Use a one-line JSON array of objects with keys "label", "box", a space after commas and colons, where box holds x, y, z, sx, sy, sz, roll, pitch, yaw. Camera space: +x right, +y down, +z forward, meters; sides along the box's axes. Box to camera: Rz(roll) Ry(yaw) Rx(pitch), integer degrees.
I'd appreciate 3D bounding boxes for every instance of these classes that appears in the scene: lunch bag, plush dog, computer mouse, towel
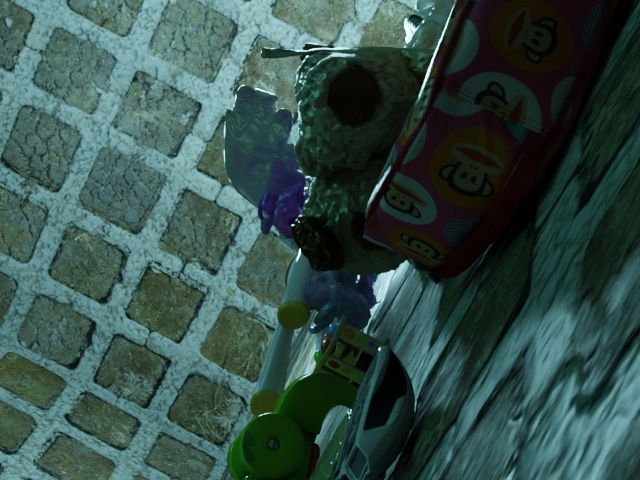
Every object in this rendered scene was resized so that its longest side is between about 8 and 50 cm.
[{"label": "lunch bag", "box": [0.134, -0.118, 1.119, 0.293, 0.120, 0.258, -63, 1, -23]}, {"label": "plush dog", "box": [0.044, -0.075, 1.341, 0.262, 0.211, 0.225, -9, -74, -40]}, {"label": "computer mouse", "box": [0.039, 0.156, 0.983, 0.106, 0.042, 0.193, 112, 178, -46]}, {"label": "towel", "box": [0.007, 0.218, 1.213, 0.148, 0.027, 0.110, -61, 2, 1]}]

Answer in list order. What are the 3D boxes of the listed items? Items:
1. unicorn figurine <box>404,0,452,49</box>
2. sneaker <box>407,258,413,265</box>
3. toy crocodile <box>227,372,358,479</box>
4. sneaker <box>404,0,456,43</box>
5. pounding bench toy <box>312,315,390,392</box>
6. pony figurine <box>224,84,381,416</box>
[{"label": "unicorn figurine", "box": [0.125, -0.246, 1.635, 0.111, 0.060, 0.162, -61, 16, 20]}, {"label": "sneaker", "box": [0.096, -0.015, 1.517, 0.063, 0.075, 0.170, -62, 1, -10]}, {"label": "toy crocodile", "box": [-0.061, 0.281, 1.348, 0.115, 0.105, 0.340, 122, 171, -69]}, {"label": "sneaker", "box": [0.217, -0.288, 2.022, 0.147, 0.145, 0.385, -32, 1, 3]}, {"label": "pounding bench toy", "box": [0.025, 0.130, 1.472, 0.052, 0.065, 0.083, -63, 1, -37]}, {"label": "pony figurine", "box": [0.000, 0.000, 1.759, 0.351, 0.303, 0.363, 107, 172, -46]}]
